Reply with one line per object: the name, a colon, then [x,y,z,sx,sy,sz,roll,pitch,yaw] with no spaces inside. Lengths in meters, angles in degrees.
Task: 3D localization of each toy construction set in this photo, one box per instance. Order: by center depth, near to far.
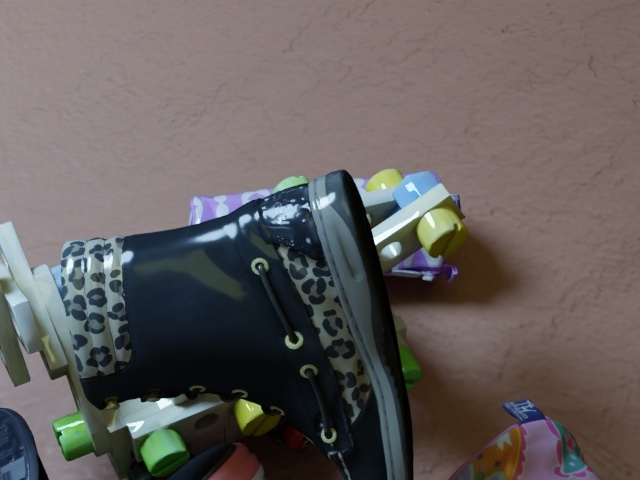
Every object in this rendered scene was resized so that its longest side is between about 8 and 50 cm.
toy construction set: [-0.069,0.060,0.935,0.328,0.215,0.151,-9,53,-8]

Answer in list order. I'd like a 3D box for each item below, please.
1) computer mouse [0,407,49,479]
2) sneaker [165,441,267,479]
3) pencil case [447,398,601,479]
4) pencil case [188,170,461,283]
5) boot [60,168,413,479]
computer mouse: [-0.212,0.227,0.802,0.184,0.060,0.262,-31,45,1]
sneaker: [-0.101,0.276,0.840,0.136,0.116,0.314,42,71,-9]
pencil case: [0.188,0.235,0.873,0.124,0.124,0.284,-28,57,-21]
pencil case: [0.000,0.000,1.069,0.206,0.086,0.088,-6,77,-4]
boot: [-0.042,0.085,0.834,0.179,0.236,0.085,-10,19,5]
